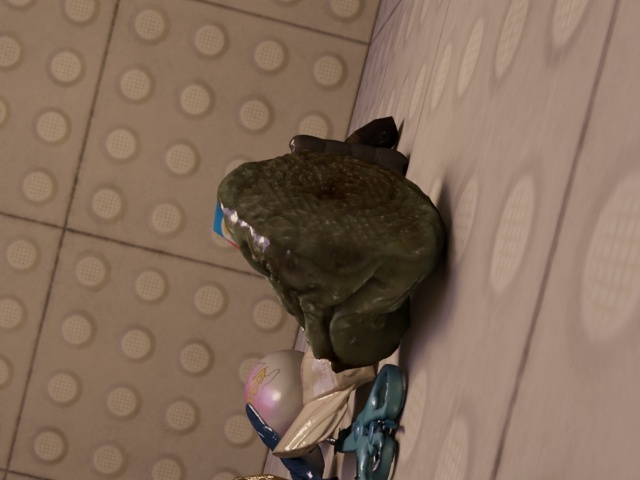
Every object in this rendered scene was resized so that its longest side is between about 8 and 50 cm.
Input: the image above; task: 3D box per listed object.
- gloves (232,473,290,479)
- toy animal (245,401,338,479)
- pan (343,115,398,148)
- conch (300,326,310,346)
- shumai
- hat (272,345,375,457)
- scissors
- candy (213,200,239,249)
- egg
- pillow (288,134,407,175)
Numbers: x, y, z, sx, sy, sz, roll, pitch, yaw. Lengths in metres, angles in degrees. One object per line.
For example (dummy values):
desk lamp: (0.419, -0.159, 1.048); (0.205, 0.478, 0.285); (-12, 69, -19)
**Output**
gloves: (-0.123, 0.626, 2.183); (0.331, 0.141, 0.154); (164, 94, -75)
toy animal: (-0.045, 0.397, 1.710); (0.255, 0.239, 0.176); (1, 38, 46)
pan: (0.080, -0.190, 2.004); (0.048, 0.202, 0.128); (62, -176, 21)
conch: (0.006, 0.143, 1.852); (0.250, 0.137, 0.143); (-69, -5, -49)
shumai: (0.008, 0.047, 1.282); (0.309, 0.304, 0.263); (-79, -7, -58)
hat: (-0.013, 0.255, 1.580); (0.226, 0.164, 0.219); (-30, -11, -17)
scissors: (0.064, 0.285, 1.358); (0.393, 0.032, 0.180); (118, 165, -72)
candy: (-0.041, -0.001, 1.733); (0.157, 0.306, 0.100); (-26, -38, -43)
egg: (-0.068, 0.330, 1.967); (0.271, 0.196, 0.196); (-59, -17, -80)
pillow: (0.032, -0.127, 1.883); (0.326, 0.228, 0.101); (134, 142, -81)
